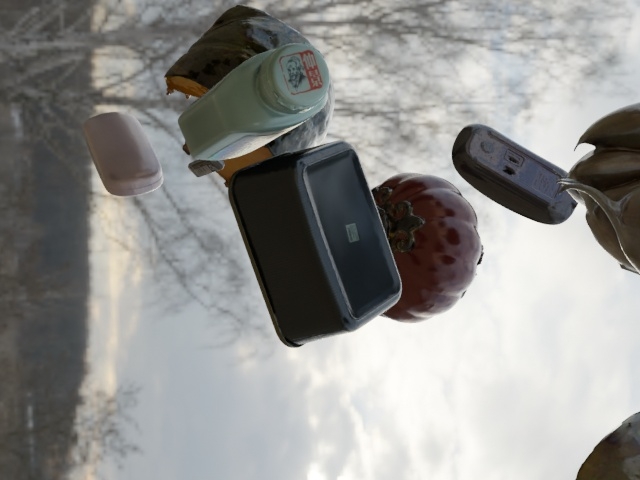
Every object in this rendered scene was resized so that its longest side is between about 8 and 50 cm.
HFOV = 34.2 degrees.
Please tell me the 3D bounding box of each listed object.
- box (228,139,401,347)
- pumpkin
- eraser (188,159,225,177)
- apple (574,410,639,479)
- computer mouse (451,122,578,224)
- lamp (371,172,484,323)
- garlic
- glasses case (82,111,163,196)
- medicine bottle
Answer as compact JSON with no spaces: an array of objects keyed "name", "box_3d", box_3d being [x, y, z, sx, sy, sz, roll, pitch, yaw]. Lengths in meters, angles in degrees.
[{"name":"box","box_3d":[0.000,0.000,1.106,0.090,0.144,0.201,-14,-83,36]},{"name":"pumpkin","box_3d":[-0.116,-0.243,1.853,0.225,0.256,0.303,-58,163,-22]},{"name":"eraser","box_3d":[-0.177,-0.117,1.616,0.027,0.019,0.099,47,-30,-19]},{"name":"apple","box_3d":[0.299,0.230,0.830,0.120,0.265,0.193,-14,-93,55]},{"name":"computer mouse","box_3d":[0.326,-0.111,1.754,0.120,0.232,0.057,-61,-179,-30]},{"name":"lamp","box_3d":[0.138,0.013,1.540,0.227,0.227,0.226,177,-90,-73]},{"name":"garlic","box_3d":[0.424,-0.052,1.237,0.210,0.292,0.237,-158,-134,-75]},{"name":"glasses case","box_3d":[-0.390,-0.174,2.043,0.297,0.113,0.075,-125,-153,-52]},{"name":"medicine bottle","box_3d":[-0.063,-0.146,1.094,0.229,0.121,0.083,-13,-82,66]}]
